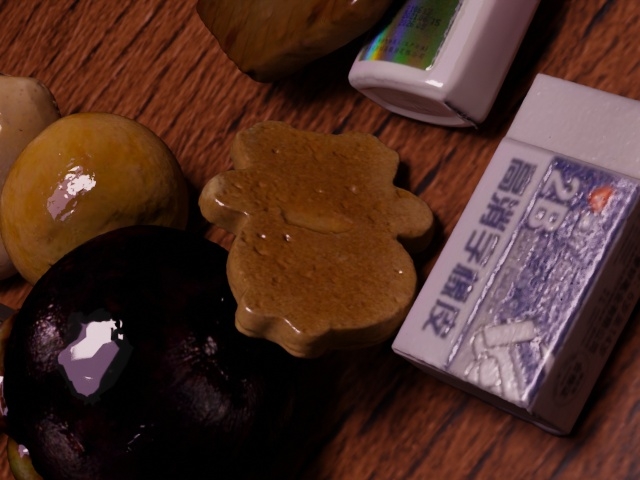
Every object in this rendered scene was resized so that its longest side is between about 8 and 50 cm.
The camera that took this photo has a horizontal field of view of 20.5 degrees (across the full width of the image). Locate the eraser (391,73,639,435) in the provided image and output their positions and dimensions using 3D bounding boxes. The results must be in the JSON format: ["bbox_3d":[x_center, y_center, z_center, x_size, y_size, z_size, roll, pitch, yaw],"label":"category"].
[{"bbox_3d":[0.147,0.006,1.134,0.124,0.068,0.210,22,81,45],"label":"eraser"}]

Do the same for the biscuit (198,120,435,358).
[{"bbox_3d":[0.000,0.000,1.204,0.225,0.166,0.036,-98,19,-48],"label":"biscuit"}]

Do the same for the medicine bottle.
[{"bbox_3d":[0.109,-0.191,1.261,0.115,0.078,0.219,14,77,53],"label":"medicine bottle"}]

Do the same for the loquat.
[{"bbox_3d":[-0.174,-0.023,1.362,0.163,0.137,0.163,-13,51,17],"label":"loquat"}]

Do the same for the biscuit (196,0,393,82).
[{"bbox_3d":[0.020,-0.284,1.348,0.359,0.046,0.359,-36,42,41],"label":"biscuit"}]

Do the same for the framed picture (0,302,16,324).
[{"bbox_3d":[-0.313,0.094,1.454,0.168,0.023,0.128,19,53,44],"label":"framed picture"}]

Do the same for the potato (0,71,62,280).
[{"bbox_3d":[-0.275,-0.052,1.482,0.109,0.118,0.178,179,103,-77],"label":"potato"}]

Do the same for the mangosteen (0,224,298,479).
[{"bbox_3d":[-0.138,0.106,1.224,0.250,0.211,0.211,-29,51,39],"label":"mangosteen"}]
